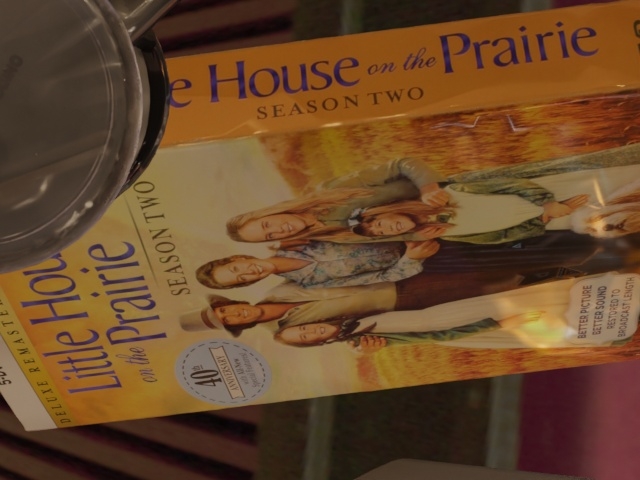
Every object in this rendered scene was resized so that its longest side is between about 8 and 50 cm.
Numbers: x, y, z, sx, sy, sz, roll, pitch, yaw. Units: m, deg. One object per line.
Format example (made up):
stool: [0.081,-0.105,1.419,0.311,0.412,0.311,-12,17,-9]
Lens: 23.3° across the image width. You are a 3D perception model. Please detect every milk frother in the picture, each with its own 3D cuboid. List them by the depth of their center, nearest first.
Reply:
milk frother: [-0.101,-0.074,0.431,0.143,0.135,0.129,30,93,-6]

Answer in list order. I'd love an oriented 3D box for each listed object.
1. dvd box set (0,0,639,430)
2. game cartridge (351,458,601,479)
dvd box set: [0.000,0.000,0.875,0.420,0.308,0.062,-7,59,1]
game cartridge: [0.030,0.175,0.661,0.297,0.198,0.062,-29,118,-51]
